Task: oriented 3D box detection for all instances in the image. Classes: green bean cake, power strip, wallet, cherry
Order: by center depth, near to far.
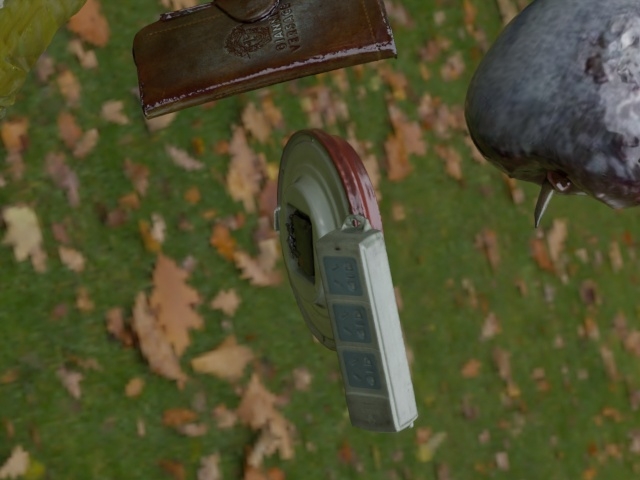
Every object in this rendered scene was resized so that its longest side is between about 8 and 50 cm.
[{"bbox_3d":[-0.061,-0.200,1.469,0.031,0.255,0.137,72,4,-54],"label":"wallet"},{"bbox_3d":[0.292,-0.153,1.632,0.218,0.255,0.296,40,73,-52],"label":"cherry"},{"bbox_3d":[-0.364,-0.274,1.705,0.236,0.124,0.233,-55,163,-9],"label":"green bean cake"},{"bbox_3d":[0.054,0.104,1.752,0.052,0.078,0.272,-30,115,-46],"label":"power strip"}]

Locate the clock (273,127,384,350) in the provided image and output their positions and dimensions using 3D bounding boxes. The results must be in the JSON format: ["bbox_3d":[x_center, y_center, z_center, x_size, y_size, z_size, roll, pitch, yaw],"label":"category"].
[{"bbox_3d":[0.000,0.000,2.096,0.080,0.318,0.318,-8,83,-19],"label":"clock"}]

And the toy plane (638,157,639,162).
[{"bbox_3d":[0.232,-0.024,0.945,0.080,0.033,0.083,42,-1,3],"label":"toy plane"}]
